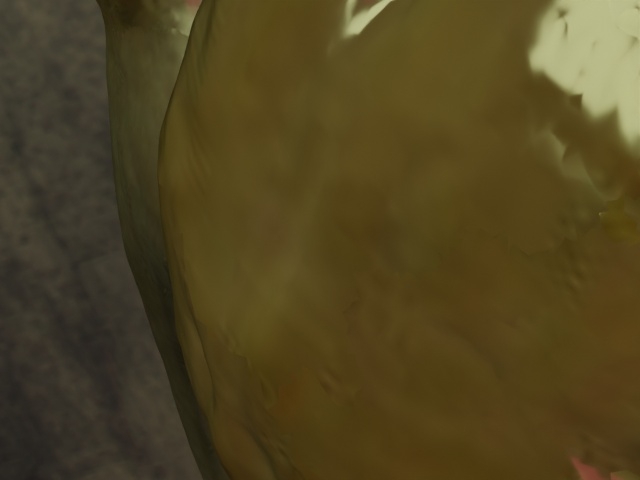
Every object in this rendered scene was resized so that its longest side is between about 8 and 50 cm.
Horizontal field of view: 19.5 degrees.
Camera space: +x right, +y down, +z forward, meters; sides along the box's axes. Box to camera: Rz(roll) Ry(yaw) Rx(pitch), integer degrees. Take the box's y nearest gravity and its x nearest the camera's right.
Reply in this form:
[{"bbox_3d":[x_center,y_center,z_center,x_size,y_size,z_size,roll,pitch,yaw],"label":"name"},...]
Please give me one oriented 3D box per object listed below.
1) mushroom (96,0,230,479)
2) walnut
[{"bbox_3d":[-0.006,0.004,0.783,0.154,0.137,0.407,-15,107,30],"label":"mushroom"},{"bbox_3d":[0.131,-0.021,0.569,0.381,0.381,0.381,5,114,11],"label":"walnut"}]
